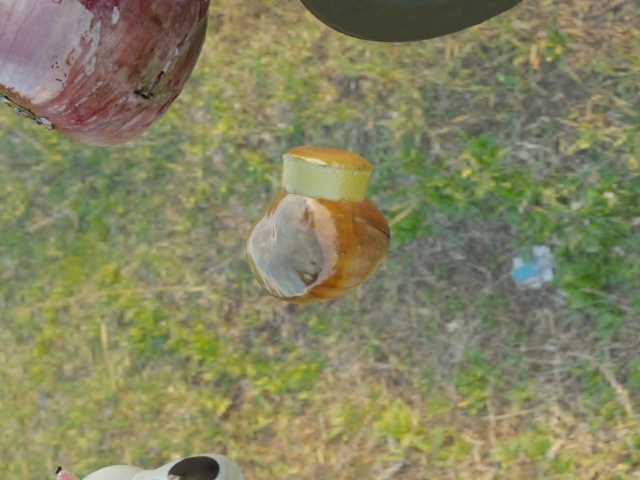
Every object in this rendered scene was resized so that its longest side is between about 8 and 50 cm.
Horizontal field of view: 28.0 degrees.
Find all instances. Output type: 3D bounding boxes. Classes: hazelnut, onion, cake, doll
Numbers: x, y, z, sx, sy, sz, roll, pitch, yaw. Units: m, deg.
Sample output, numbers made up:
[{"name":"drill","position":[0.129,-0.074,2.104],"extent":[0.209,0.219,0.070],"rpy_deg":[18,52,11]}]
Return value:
[{"name":"hazelnut","position":[0.000,0.000,1.425],"extent":[0.150,0.150,0.150],"rpy_deg":[3,94,45]},{"name":"onion","position":[-0.158,-0.218,1.061],"extent":[0.120,0.227,0.283],"rpy_deg":[15,84,24]},{"name":"cake","position":[0.005,-0.060,1.162],"extent":[0.084,0.084,0.044],"rpy_deg":[17,103,44]},{"name":"doll","position":[-0.154,0.260,1.209],"extent":[0.180,0.107,0.110],"rpy_deg":[-11,57,18]}]

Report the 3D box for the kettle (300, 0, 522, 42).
[{"name":"kettle","position":[-0.012,-0.309,0.788],"extent":[0.228,0.321,0.324],"rpy_deg":[109,144,-50]}]
